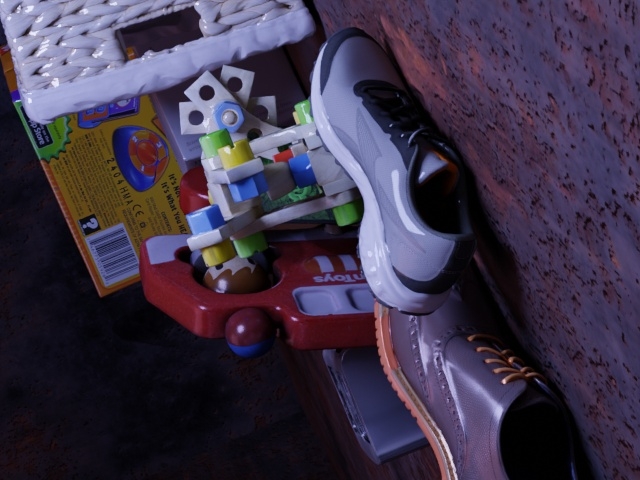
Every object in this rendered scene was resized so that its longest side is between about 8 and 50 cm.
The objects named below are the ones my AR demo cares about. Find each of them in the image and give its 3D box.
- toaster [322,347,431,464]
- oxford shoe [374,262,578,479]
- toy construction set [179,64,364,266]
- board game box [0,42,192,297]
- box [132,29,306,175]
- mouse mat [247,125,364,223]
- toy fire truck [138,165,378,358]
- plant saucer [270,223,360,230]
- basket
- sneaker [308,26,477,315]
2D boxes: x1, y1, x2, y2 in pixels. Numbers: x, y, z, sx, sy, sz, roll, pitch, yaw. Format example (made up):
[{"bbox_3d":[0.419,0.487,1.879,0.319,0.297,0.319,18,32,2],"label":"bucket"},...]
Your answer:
[{"bbox_3d":[0.085,0.184,1.918,0.168,0.110,0.185,-165,52,-83],"label":"toaster"},{"bbox_3d":[0.150,0.127,1.341,0.133,0.130,0.363,-46,54,47],"label":"oxford shoe"},{"bbox_3d":[-0.038,-0.081,1.504,0.327,0.215,0.151,-115,3,-68],"label":"toy construction set"},{"bbox_3d":[-0.286,-0.186,2.557,0.356,0.356,0.356,-126,14,-65],"label":"board game box"},{"bbox_3d":[-0.127,-0.193,2.028,0.119,0.181,0.182,88,158,-73],"label":"box"},{"bbox_3d":[-0.027,-0.072,1.625,0.189,0.153,0.007,-95,6,-56],"label":"mouse mat"},{"bbox_3d":[-0.032,0.040,1.635,0.254,0.302,0.169,-119,30,-63],"label":"toy fire truck"},{"bbox_3d":[0.000,0.000,1.921,0.199,0.036,0.198,35,152,22],"label":"plant saucer"},{"bbox_3d":[-0.218,-0.322,1.752,0.331,0.328,0.266,-132,24,-72],"label":"basket"},{"bbox_3d":[0.071,-0.075,1.327,0.108,0.100,0.271,-48,51,46],"label":"sneaker"}]
